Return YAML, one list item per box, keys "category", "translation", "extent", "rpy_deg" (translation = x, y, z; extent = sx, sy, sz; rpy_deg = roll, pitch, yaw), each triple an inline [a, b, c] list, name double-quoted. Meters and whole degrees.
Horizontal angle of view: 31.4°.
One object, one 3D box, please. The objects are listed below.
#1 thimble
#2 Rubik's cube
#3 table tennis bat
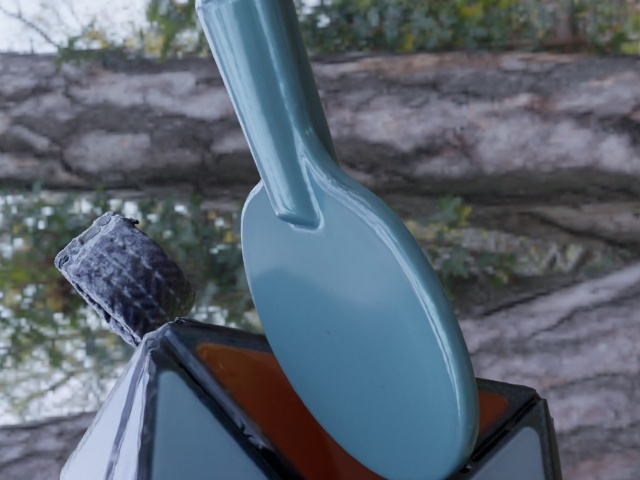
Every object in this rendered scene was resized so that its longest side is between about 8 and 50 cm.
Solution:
- category: "thimble"
  translation: [-0.140, 0.035, 0.854]
  extent: [0.095, 0.066, 0.104]
  rpy_deg: [27, 157, 50]
- category: "Rubik's cube"
  translation: [-0.019, 0.218, 0.637]
  extent: [0.248, 0.250, 0.246]
  rpy_deg: [124, 152, -51]
- category: "table tennis bat"
  translation: [0.000, 0.000, 0.495]
  extent: [0.153, 0.040, 0.244]
  rpy_deg: [9, 121, 56]
